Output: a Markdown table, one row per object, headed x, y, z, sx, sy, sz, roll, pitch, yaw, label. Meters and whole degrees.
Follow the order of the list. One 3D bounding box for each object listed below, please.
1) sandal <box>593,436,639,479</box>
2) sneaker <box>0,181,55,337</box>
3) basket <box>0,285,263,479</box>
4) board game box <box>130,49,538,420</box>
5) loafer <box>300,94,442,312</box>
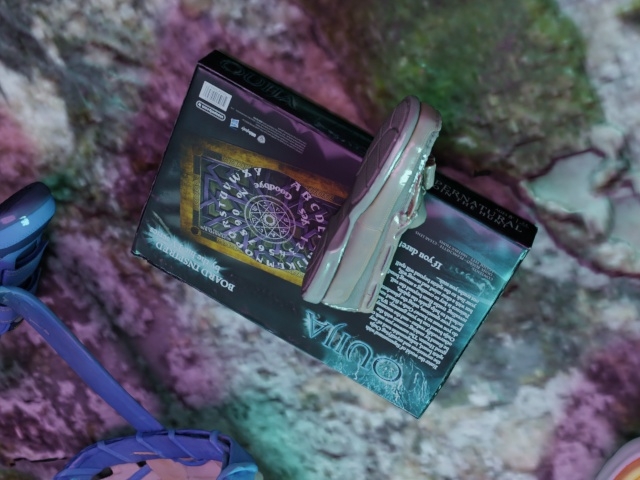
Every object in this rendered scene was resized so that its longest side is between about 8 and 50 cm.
| x | y | z | sx | sy | sz | roll | pitch | yaw | label |
| --- | --- | --- | --- | --- | --- | --- | --- | --- | --- |
| 0.150 | 0.213 | 0.562 | 0.102 | 0.076 | 0.265 | 18 | 127 | 16 | sandal |
| -0.186 | 0.017 | 0.624 | 0.059 | 0.053 | 0.144 | 47 | 131 | -5 | sneaker |
| -0.138 | 0.201 | 0.564 | 0.201 | 0.254 | 0.289 | -13 | 127 | 40 | basket |
| 0.000 | 0.000 | 0.553 | 0.186 | 0.026 | 0.126 | 30 | 123 | 5 | board game box |
| 0.030 | -0.013 | 0.498 | 0.039 | 0.045 | 0.125 | 22 | 130 | -10 | loafer |
